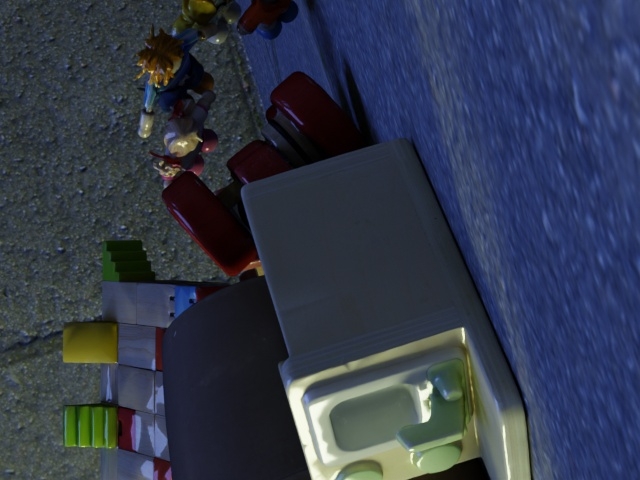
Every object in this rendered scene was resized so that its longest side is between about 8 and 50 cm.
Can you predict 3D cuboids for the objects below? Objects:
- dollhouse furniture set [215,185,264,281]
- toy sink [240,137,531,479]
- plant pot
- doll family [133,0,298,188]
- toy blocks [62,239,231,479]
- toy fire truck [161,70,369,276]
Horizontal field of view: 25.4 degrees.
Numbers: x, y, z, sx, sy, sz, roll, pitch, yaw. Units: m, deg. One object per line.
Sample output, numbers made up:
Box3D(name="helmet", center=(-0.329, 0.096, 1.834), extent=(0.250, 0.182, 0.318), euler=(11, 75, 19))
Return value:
Box3D(name="dollhouse furniture set", center=(0.009, 0.118, 1.575), extent=(0.201, 0.152, 0.374), euler=(77, 175, -59))
Box3D(name="toy sink", center=(0.037, 0.077, 0.936), extent=(0.152, 0.131, 0.234), euler=(76, 176, -50))
Box3D(name="plant pot", center=(-0.020, 0.156, 1.121), extent=(0.263, 0.263, 0.229), euler=(79, 170, -67))
Box3D(name="doll family", center=(-0.122, -0.184, 1.364), extent=(0.118, 0.263, 0.163), euler=(29, 175, 4))
Box3D(name="toy blocks", center=(-0.150, 0.191, 1.597), extent=(0.261, 0.191, 0.381), euler=(1, 90, 57))
Box3D(name="toy fire truck", center=(0.000, 0.000, 1.305), extent=(0.254, 0.169, 0.302), euler=(47, 176, -1))
